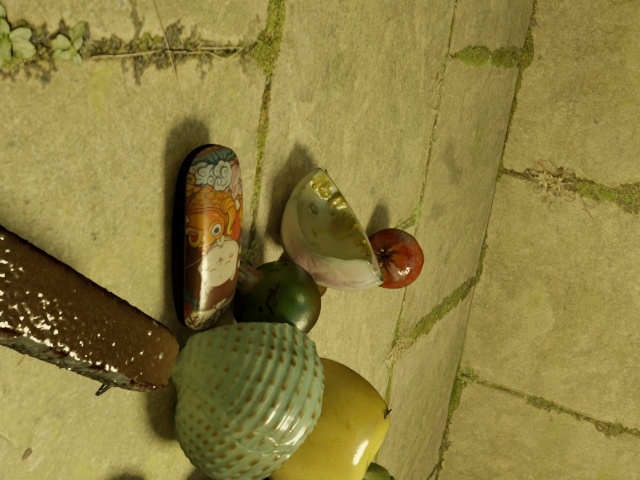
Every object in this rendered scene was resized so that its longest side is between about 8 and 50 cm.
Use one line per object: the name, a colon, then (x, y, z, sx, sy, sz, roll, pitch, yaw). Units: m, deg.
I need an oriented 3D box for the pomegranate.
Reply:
pomegranate: (-0.102, 0.111, 1.382, 0.210, 0.180, 0.180, 37, 65, -23)

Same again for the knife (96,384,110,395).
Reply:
knife: (-0.299, 0.198, 1.174, 0.170, 0.010, 0.023, -43, 142, -46)

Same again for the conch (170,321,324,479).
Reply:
conch: (-0.128, 0.296, 1.285, 0.303, 0.215, 0.319, -34, 141, 9)

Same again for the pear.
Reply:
pear: (-0.005, 0.410, 1.598, 0.309, 0.309, 0.309, -43, 142, -48)

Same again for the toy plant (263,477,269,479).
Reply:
toy plant: (-0.093, 0.627, 1.705, 0.235, 0.176, 0.217, -82, 174, -74)

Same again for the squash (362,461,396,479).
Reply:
squash: (0.073, 0.726, 2.031, 0.234, 0.210, 0.309, -31, 164, 11)

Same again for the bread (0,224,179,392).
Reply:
bread: (-0.332, 0.081, 0.847, 0.113, 0.165, 0.416, -68, 154, -16)

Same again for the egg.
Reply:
egg: (0.008, 0.009, 1.489, 0.271, 0.162, 0.206, 64, 10, 18)

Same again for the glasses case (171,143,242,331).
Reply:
glasses case: (-0.187, 0.000, 1.205, 0.122, 0.082, 0.320, -34, 135, -58)

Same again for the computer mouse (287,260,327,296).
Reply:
computer mouse: (-0.025, 0.079, 1.634, 0.245, 0.056, 0.125, -22, 123, -59)

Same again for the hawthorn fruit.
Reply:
hawthorn fruit: (0.200, 0.053, 1.965, 0.173, 0.173, 0.172, -43, 142, -48)
